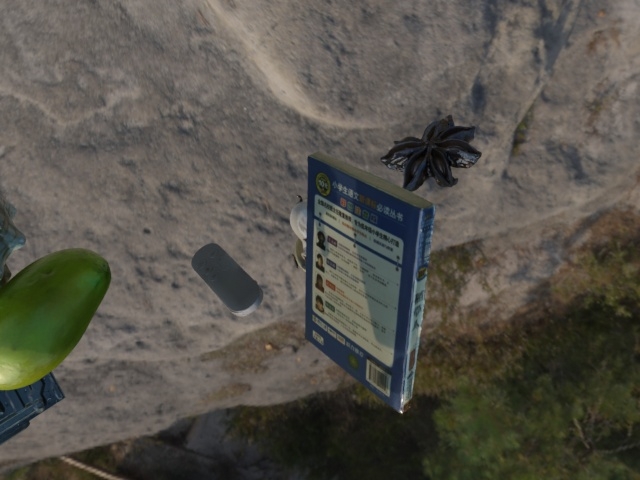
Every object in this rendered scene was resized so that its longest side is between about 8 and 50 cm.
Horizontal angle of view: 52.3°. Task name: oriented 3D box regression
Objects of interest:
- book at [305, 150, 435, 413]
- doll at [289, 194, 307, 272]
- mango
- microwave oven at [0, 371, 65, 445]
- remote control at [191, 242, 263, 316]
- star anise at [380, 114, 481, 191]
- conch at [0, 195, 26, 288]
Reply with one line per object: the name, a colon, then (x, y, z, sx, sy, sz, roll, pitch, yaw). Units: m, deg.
book: (0.073, 0.077, 1.215, 0.039, 0.300, 0.428, -20, 125, -34)
doll: (0.012, 0.018, 1.481, 0.144, 0.271, 0.208, -34, 121, -8)
mango: (-0.285, 0.077, 0.656, 0.117, 0.163, 0.089, -15, 118, 36)
microwave oven: (-0.629, 0.291, 1.201, 0.240, 0.145, 0.194, -33, 105, -39)
remote control: (-0.194, 0.076, 1.333, 0.077, 0.245, 0.022, -43, 133, -8)
star anise: (0.242, -0.175, 1.375, 0.212, 0.197, 0.073, -24, 136, 2)
conch: (-0.506, -0.038, 0.864, 0.203, 0.170, 0.386, -1, 113, 12)
